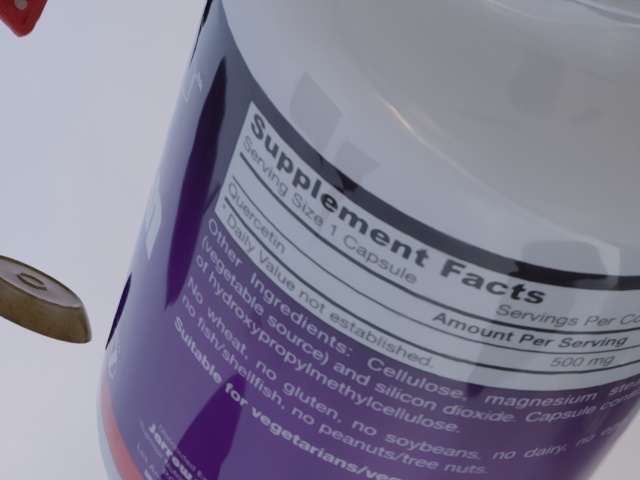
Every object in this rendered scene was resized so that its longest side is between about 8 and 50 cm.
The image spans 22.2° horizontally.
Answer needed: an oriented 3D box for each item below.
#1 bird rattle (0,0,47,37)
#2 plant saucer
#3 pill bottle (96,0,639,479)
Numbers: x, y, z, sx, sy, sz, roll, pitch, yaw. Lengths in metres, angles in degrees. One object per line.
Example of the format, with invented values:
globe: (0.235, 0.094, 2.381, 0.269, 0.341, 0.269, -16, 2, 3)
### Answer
bird rattle: (-0.118, -0.225, 0.837, 0.207, 0.254, 0.143, 65, -159, -58)
plant saucer: (-0.153, 0.027, 0.846, 0.083, 0.015, 0.083, 28, -173, -4)
pill bottle: (0.040, -0.017, 0.516, 0.182, 0.323, 0.181, 10, -132, -11)
